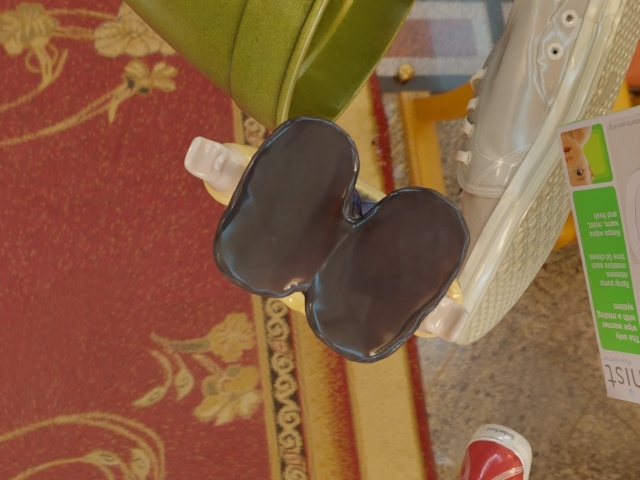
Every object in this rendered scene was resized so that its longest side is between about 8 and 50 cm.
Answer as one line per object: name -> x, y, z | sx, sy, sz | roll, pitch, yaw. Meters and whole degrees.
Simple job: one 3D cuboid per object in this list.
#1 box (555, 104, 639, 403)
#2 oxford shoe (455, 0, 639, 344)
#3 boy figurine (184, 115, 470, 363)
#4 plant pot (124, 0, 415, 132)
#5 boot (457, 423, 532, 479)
box -> 0.307, 0.004, 0.612 | 0.127, 0.262, 0.231 | -12, 93, -19
oxford shoe -> 0.203, -0.111, 0.883 | 0.130, 0.169, 0.449 | 24, 102, 25
boy figurine -> 0.000, 0.000, 0.506 | 0.177, 0.285, 0.092 | 34, 86, -1
plant pot -> -0.086, -0.340, 0.946 | 0.353, 0.366, 0.366 | 32, 68, 9
boot -> 0.152, 0.330, 0.892 | 0.088, 0.244, 0.176 | 11, 38, 27
